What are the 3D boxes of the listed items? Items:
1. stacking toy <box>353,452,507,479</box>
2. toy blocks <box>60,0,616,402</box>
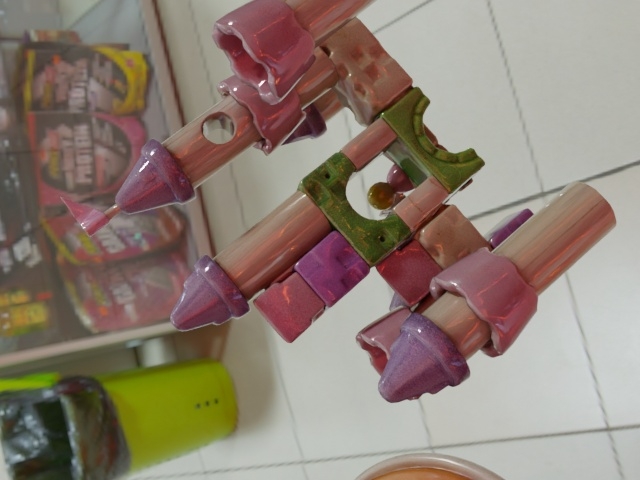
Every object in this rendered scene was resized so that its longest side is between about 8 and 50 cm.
[{"bbox_3d":[0.008,0.401,0.886,0.350,0.480,0.351,-2,87,39],"label":"stacking toy"},{"bbox_3d":[0.000,0.000,0.724,0.288,0.260,0.309,49,168,3],"label":"toy blocks"}]
